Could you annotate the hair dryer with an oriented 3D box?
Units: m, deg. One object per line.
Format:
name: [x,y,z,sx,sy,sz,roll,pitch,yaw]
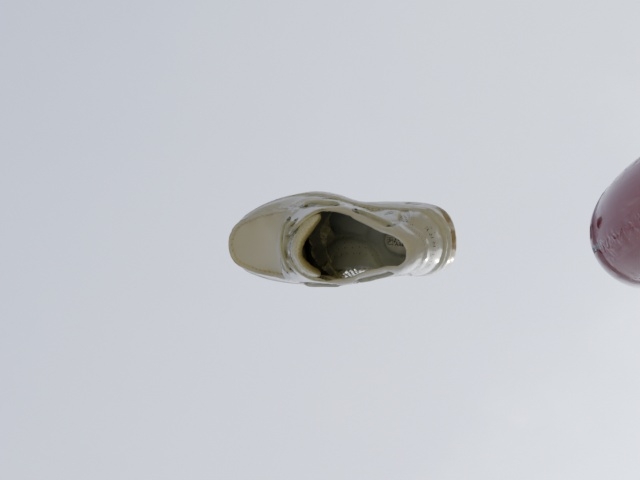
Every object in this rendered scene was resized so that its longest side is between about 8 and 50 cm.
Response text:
hair dryer: [0.275,-0.044,0.878,0.224,0.294,0.080,-38,-107,29]

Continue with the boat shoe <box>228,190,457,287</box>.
boat shoe: [0.000,0.000,1.409,0.277,0.096,0.098,-3,-84,38]
